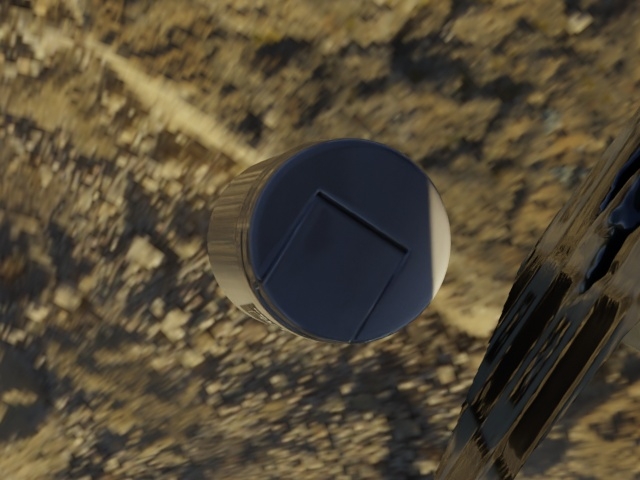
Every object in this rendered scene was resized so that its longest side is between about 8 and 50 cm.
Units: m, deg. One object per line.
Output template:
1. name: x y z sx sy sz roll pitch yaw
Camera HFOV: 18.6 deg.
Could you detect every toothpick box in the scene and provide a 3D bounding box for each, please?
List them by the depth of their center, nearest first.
1. toothpick box: 0.000 0.000 1.101 0.111 0.181 0.111 0 90 -11

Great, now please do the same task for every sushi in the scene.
1. sushi: 0.133 -0.021 0.586 0.059 0.294 0.292 34 120 -1
